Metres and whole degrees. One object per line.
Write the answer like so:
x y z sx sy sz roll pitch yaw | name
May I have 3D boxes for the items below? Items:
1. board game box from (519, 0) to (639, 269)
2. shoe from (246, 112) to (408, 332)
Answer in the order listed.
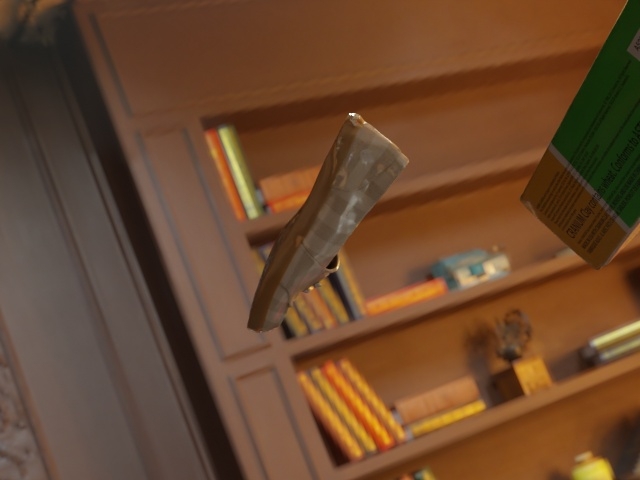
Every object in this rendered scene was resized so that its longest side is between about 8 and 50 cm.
0.256 -0.147 0.667 0.316 0.064 0.242 -42 -13 -20 | board game box
0.000 0.000 0.999 0.219 0.058 0.077 -60 6 34 | shoe
